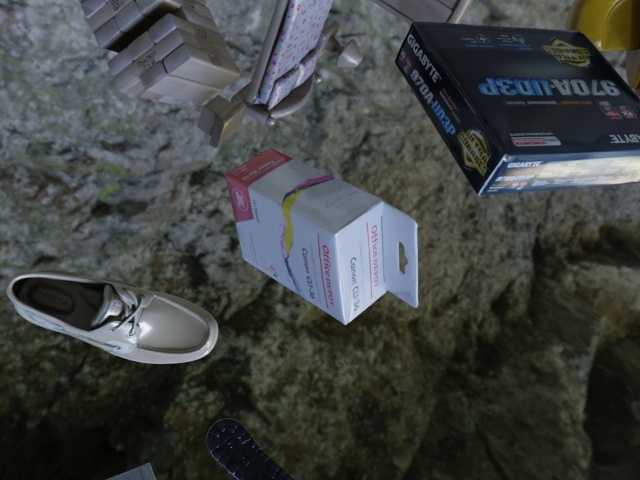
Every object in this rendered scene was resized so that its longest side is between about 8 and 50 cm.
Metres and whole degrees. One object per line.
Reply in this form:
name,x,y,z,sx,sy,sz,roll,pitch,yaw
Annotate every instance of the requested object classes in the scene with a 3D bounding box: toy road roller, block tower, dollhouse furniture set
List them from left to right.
block tower,-0.205,-0.299,0.700,0.097,0.091,0.335,-4,-113,-65
dollhouse furniture set,0.053,-0.267,0.782,0.174,0.303,0.355,34,-131,5
toy road roller,0.465,-0.364,0.927,0.241,0.329,0.202,2,-164,15

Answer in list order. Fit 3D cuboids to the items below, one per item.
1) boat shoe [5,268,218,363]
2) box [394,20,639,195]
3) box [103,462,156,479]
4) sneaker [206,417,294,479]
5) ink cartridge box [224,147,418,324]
boat shoe,-0.297,0.108,0.984,0.302,0.109,0.098,17,166,-8
box,0.201,-0.128,0.638,0.220,0.051,0.175,-5,-125,-27
box,-0.257,0.415,0.983,0.072,0.137,0.126,-16,-128,-23
sneaker,-0.126,0.489,1.404,0.283,0.107,0.124,54,164,9
ink cartridge box,0.000,0.000,0.665,0.067,0.115,0.198,-35,-135,-31
